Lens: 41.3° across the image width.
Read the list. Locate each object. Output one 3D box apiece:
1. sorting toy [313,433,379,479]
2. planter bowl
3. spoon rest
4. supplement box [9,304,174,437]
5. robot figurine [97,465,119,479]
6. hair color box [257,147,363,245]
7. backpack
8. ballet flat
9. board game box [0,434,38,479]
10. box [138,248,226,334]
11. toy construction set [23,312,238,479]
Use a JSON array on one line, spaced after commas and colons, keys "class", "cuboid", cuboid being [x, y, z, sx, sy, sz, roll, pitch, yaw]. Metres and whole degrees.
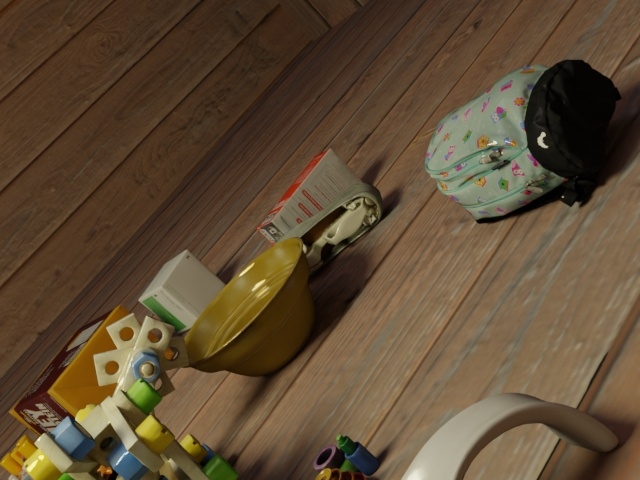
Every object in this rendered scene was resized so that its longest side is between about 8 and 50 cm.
[{"class": "sorting toy", "cuboid": [0.013, 0.191, 0.707, 0.061, 0.042, 0.102, -44, 15, 3]}, {"class": "planter bowl", "cuboid": [-0.072, 0.103, 1.063, 0.217, 0.090, 0.217, -41, 16, 14]}, {"class": "spoon rest", "cuboid": [0.061, 0.195, 0.498, 0.276, 0.084, 0.137, -48, 16, -17]}, {"class": "supplement box", "cuboid": [-0.387, 0.241, 1.438, 0.194, 0.129, 0.191, -28, 23, 47]}, {"class": "robot figurine", "cuboid": [-0.284, 0.340, 0.958, 0.211, 0.085, 0.291, -19, 26, 27]}, {"class": "hair color box", "cuboid": [-0.010, -0.050, 1.301, 0.167, 0.093, 0.053, -53, 17, -30]}, {"class": "backpack", "cuboid": [0.196, -0.097, 0.857, 0.182, 0.115, 0.152, -29, 24, 51]}, {"class": "ballet flat", "cuboid": [0.000, 0.000, 1.190, 0.213, 0.072, 0.068, -41, 20, 10]}, {"class": "board game box", "cuboid": [-0.579, 0.502, 1.397, 0.390, 0.050, 0.390, -51, 16, -22]}, {"class": "box", "cuboid": [-0.246, 0.093, 1.516, 0.087, 0.101, 0.102, -29, 23, 43]}, {"class": "toy construction set", "cuboid": [-0.174, 0.200, 0.835, 0.151, 0.215, 0.328, -43, 15, 3]}]
